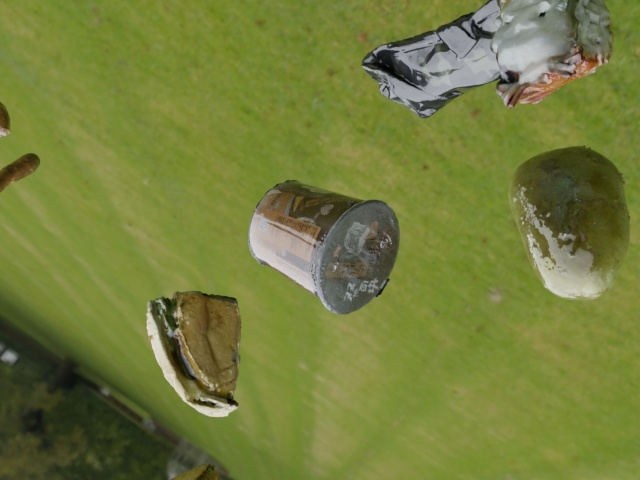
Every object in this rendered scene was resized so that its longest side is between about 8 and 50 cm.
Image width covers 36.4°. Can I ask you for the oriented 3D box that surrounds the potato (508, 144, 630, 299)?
[{"bbox_3d":[0.457,-0.034,1.764,0.210,0.307,0.173,-14,152,18],"label":"potato"}]

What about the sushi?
[{"bbox_3d":[0.269,-0.296,1.152,0.130,0.332,0.124,24,146,-38],"label":"sushi"}]

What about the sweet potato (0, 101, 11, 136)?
[{"bbox_3d":[-0.346,-0.130,1.024,0.034,0.034,0.095,52,177,-40],"label":"sweet potato"}]

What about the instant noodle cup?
[{"bbox_3d":[0.000,0.000,1.758,0.207,0.217,0.217,24,158,38],"label":"instant noodle cup"}]

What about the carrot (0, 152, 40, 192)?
[{"bbox_3d":[-0.536,-0.110,1.668,0.036,0.165,0.035,10,119,18],"label":"carrot"}]

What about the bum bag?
[{"bbox_3d":[0.219,-0.269,1.392,0.340,0.095,0.144,-19,135,39],"label":"bum bag"}]

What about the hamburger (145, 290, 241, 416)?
[{"bbox_3d":[-0.217,0.198,1.626,0.155,0.207,0.135,8,152,-34],"label":"hamburger"}]

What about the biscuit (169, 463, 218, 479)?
[{"bbox_3d":[-0.268,0.397,1.314,0.038,0.305,0.305,59,161,2],"label":"biscuit"}]
